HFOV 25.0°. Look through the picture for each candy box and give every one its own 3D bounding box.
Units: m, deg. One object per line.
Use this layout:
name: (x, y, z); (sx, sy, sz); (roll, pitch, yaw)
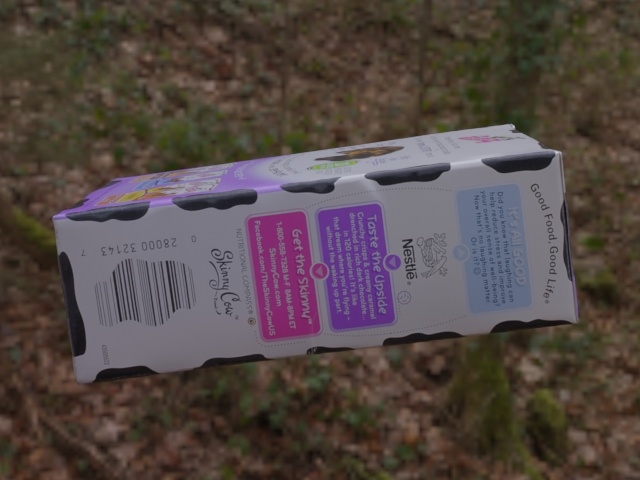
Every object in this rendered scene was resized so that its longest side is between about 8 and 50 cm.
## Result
candy box: (0.000, 0.000, 0.622); (0.196, 0.070, 0.165); (-7, 8, 2)
